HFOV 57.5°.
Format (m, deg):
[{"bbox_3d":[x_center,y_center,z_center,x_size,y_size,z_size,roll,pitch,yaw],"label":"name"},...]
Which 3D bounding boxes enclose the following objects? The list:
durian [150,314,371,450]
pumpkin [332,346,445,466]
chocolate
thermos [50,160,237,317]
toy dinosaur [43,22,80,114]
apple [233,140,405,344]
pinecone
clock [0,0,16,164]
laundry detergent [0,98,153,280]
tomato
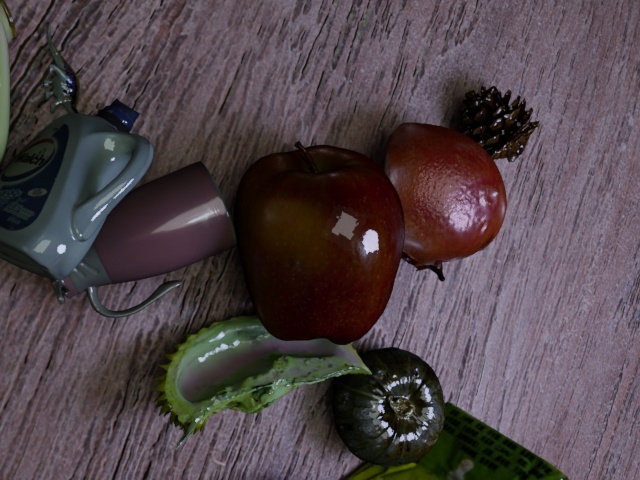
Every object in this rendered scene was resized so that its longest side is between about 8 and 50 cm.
[{"bbox_3d":[-0.106,0.206,0.952,0.355,0.169,0.157,-12,97,-32],"label":"durian"},{"bbox_3d":[0.130,0.308,1.085,0.223,0.157,0.224,3,80,-21],"label":"pumpkin"},{"bbox_3d":[0.246,0.479,1.076,0.289,0.301,0.137,-29,116,-23],"label":"chocolate"},{"bbox_3d":[-0.269,0.007,0.879,0.265,0.146,0.176,-26,89,-16],"label":"thermos"},{"bbox_3d":[-0.390,-0.234,0.870,0.058,0.037,0.180,-29,112,-48],"label":"toy dinosaur"},{"bbox_3d":[0.000,0.000,0.942,0.288,0.288,0.317,-9,110,-27],"label":"apple"},{"bbox_3d":[0.357,-0.239,1.203,0.173,0.173,0.173,-1,91,-28],"label":"pinecone"},{"bbox_3d":[-0.545,-0.249,0.742,0.286,0.117,0.348,8,86,-27],"label":"clock"},{"bbox_3d":[-0.335,-0.089,0.806,0.280,0.215,0.105,-57,142,-27],"label":"laundry detergent"},{"bbox_3d":[0.252,-0.089,1.085,0.309,0.170,0.309,7,81,-57],"label":"tomato"}]
